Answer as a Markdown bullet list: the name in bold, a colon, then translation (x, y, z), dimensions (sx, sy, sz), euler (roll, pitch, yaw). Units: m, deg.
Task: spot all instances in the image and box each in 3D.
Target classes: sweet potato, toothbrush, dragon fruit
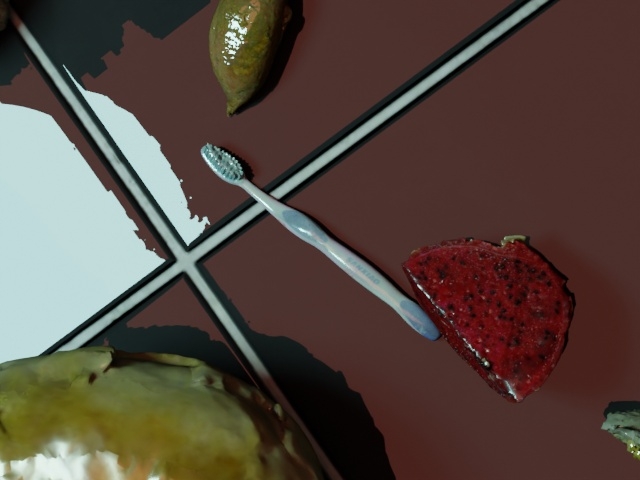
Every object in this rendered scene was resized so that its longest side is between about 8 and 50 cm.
- **sweet potato**: translation (-0.054, -0.218, 1.506), dimensions (0.068, 0.068, 0.226), euler (16, 92, 10)
- **toothbrush**: translation (0.000, 0.000, 1.517), dimensions (0.269, 0.027, 0.021), euler (38, 84, 6)
- **dragon fruit**: translation (0.155, 0.061, 1.467), dimensions (0.106, 0.083, 0.162), euler (-37, 65, -10)

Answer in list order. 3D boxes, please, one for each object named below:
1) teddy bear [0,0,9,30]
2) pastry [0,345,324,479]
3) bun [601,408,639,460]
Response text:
- **teddy bear**: translation (-0.361, -0.206, 1.482), dimensions (0.133, 0.213, 0.111), euler (-12, 67, 14)
- **pastry**: translation (-0.170, 0.285, 1.436), dimensions (0.410, 0.245, 0.409), euler (0, 90, 6)
- **bun**: translation (0.336, 0.259, 1.368), dimensions (0.282, 0.205, 0.281), euler (0, 91, 8)
